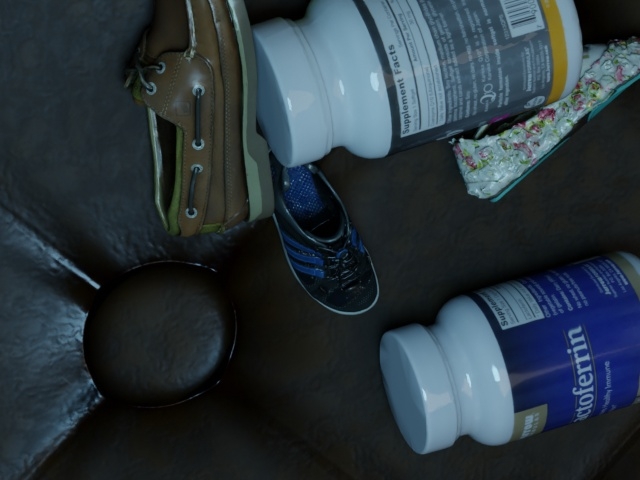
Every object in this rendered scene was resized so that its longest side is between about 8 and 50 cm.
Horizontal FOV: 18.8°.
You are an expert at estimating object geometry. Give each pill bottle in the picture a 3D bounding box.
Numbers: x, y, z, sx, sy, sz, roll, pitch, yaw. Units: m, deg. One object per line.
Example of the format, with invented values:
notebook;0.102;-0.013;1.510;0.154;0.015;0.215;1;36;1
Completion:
pill bottle;0.080;-0.166;1.735;0.278;0.162;0.162;-18;115;-12
pill bottle;0.201;0.113;1.891;0.265;0.153;0.153;-16;114;-13

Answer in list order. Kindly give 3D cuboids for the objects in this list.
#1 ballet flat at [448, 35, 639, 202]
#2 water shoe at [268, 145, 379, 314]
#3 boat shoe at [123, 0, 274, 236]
ballet flat;0.224;-0.134;1.848;0.241;0.091;0.077;-40;96;-6
water shoe;0.000;0.000;1.813;0.073;0.080;0.203;-34;118;-5
boat shoe;-0.117;-0.141;1.699;0.104;0.111;0.307;-17;115;-14
